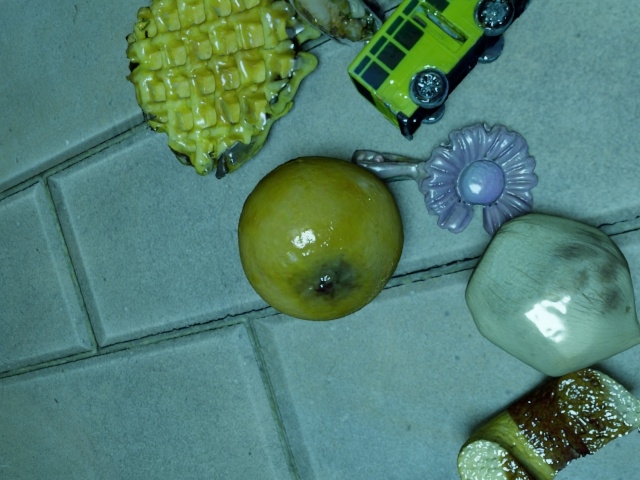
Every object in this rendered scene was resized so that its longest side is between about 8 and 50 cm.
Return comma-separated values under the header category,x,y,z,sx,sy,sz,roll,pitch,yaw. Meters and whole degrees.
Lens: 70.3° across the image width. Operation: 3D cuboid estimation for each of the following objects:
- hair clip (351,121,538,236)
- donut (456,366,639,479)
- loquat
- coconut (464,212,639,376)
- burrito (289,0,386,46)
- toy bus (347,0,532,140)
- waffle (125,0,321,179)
category,x,y,z,sx,sy,sz,roll,pitch,yaw
hair clip,0.181,-0.104,0.720,0.300,0.069,0.173,10,99,20
donut,0.329,0.293,0.685,0.295,0.151,0.112,-39,68,9
loquat,0.000,0.000,0.711,0.262,0.263,0.264,3,98,21
coconut,0.322,0.074,0.621,0.224,0.224,0.225,3,98,21
burrito,-0.033,-0.457,0.704,0.107,0.175,0.348,-33,84,40
toy bus,0.170,-0.290,0.649,0.150,0.128,0.262,43,100,10
waffle,-0.200,-0.330,0.833,0.380,0.095,0.382,49,114,10
